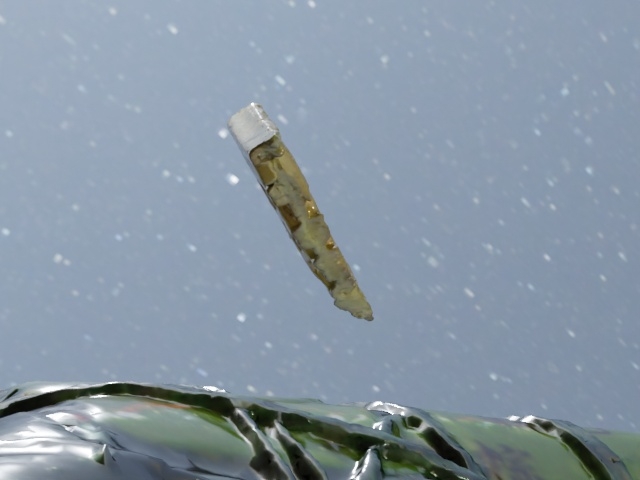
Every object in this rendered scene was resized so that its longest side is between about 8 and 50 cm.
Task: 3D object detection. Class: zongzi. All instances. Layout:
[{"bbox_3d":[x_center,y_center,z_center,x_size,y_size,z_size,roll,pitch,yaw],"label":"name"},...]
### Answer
[{"bbox_3d":[-0.058,0.146,0.553,0.362,0.383,0.319,10,-108,54],"label":"zongzi"}]

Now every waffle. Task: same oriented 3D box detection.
[{"bbox_3d":[0.000,0.000,1.037,0.032,0.191,0.125,-32,-161,-3],"label":"waffle"}]
